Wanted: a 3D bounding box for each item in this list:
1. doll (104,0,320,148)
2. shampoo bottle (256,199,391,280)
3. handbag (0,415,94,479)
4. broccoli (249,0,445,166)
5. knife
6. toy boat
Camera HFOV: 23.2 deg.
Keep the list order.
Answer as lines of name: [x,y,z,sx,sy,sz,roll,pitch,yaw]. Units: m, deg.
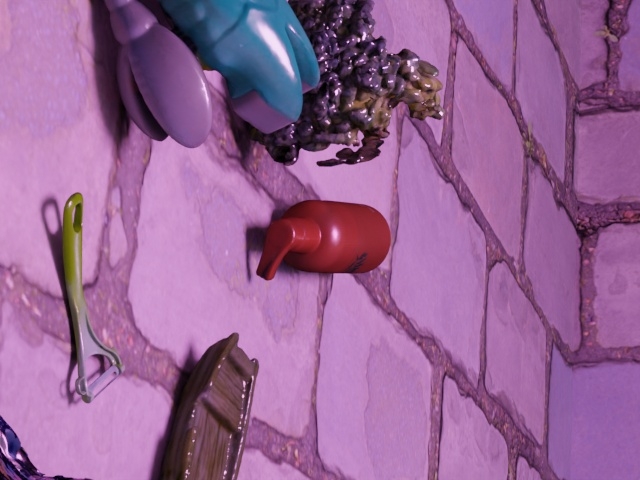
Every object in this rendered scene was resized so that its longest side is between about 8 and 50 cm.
doll: [-0.110,-0.207,1.356,0.195,0.153,0.258,-23,93,-49]
shampoo bottle: [0.001,-0.002,1.675,0.244,0.085,0.086,-2,89,-68]
handbag: [-0.240,0.145,0.888,0.208,0.127,0.229,48,19,-8]
broccoli: [0.038,-0.172,1.628,0.275,0.198,0.177,-18,103,-69]
knife: [-0.189,0.044,1.233,0.078,0.022,0.166,-56,140,-68]
toy boat: [-0.105,0.221,1.378,0.093,0.055,0.293,57,32,-48]
